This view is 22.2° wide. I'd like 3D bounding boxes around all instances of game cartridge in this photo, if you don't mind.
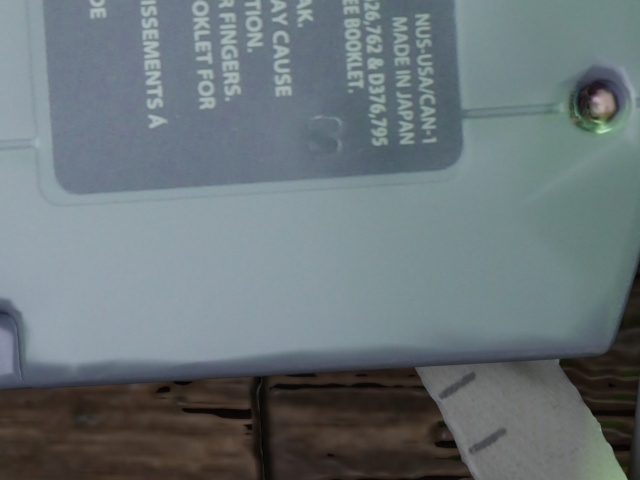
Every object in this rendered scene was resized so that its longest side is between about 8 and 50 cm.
[{"bbox_3d":[-0.008,-0.114,0.403,0.196,0.060,0.294,-3,91,7],"label":"game cartridge"}]

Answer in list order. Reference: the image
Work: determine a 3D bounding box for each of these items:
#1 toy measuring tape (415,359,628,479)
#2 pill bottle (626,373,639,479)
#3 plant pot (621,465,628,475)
[{"bbox_3d":[0.000,0.000,0.503,0.121,0.121,0.330,-39,65,20],"label":"toy measuring tape"},{"bbox_3d":[0.170,-0.054,0.425,0.160,0.160,0.283,12,99,20],"label":"pill bottle"},{"bbox_3d":[0.099,0.223,0.456,0.291,0.203,0.291,2,95,21],"label":"plant pot"}]
